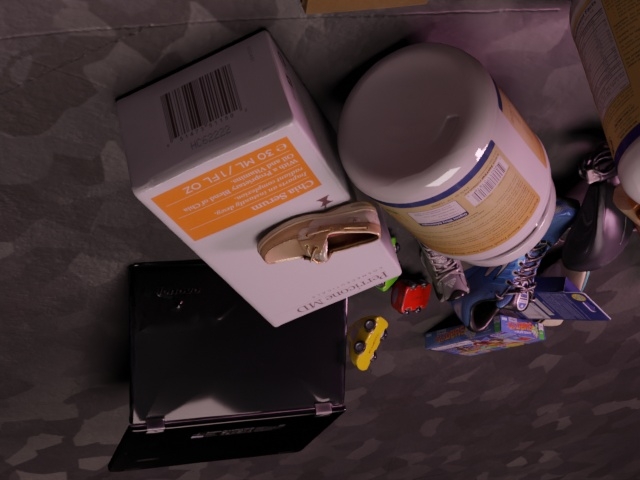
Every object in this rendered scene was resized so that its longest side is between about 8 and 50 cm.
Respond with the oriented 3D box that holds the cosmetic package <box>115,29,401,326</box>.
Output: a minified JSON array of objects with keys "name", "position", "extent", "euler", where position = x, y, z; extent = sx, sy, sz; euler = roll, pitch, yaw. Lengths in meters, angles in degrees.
[{"name":"cosmetic package","position":[-0.070,-0.064,1.489],"extent":[0.230,0.162,0.453],"euler":[-24,148,11]}]

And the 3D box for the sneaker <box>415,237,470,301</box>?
[{"name":"sneaker","position":[0.214,0.030,1.792],"extent":[0.086,0.132,0.229],"euler":[-20,148,4]}]

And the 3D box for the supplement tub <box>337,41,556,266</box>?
[{"name":"supplement tub","position":[0.188,-0.106,1.481],"extent":[0.228,0.228,0.316],"euler":[-29,146,18]}]

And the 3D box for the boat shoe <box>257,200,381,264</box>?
[{"name":"boat shoe","position":[0.000,0.000,1.410],"extent":[0.170,0.059,0.063],"euler":[-20,148,1]}]

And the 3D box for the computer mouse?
[{"name":"computer mouse","position":[0.480,-0.044,1.758],"extent":[0.188,0.072,0.272],"euler":[-23,138,-33]}]

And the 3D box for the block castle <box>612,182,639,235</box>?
[{"name":"block castle","position":[0.706,-0.098,1.612],"extent":[0.453,0.303,0.212],"euler":[-46,135,15]}]

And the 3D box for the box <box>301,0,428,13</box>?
[{"name":"box","position":[0.069,-0.352,1.244],"extent":[0.164,0.021,0.201],"euler":[-8,147,-14]}]

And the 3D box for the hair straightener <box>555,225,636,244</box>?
[{"name":"hair straightener","position":[0.532,-0.017,1.950],"extent":[0.230,0.047,0.089],"euler":[-14,148,-4]}]

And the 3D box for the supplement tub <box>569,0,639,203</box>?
[{"name":"supplement tub","position":[0.444,-0.229,1.293],"extent":[0.240,0.332,0.241],"euler":[-8,155,-4]}]

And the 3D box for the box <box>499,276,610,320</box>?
[{"name":"box","position":[0.421,0.111,1.993],"extent":[0.225,0.037,0.136],"euler":[-1,154,39]}]

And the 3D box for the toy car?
[{"name":"toy car","position":[0.109,0.082,1.854],"extent":[0.239,0.053,0.225],"euler":[-43,139,-36]}]

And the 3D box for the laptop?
[{"name":"laptop","position":[-0.169,0.226,1.872],"extent":[0.381,0.237,0.408],"euler":[-1,154,-21]}]

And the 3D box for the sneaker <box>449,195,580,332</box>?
[{"name":"sneaker","position":[0.351,0.047,1.868],"extent":[0.129,0.147,0.330],"euler":[7,138,-33]}]

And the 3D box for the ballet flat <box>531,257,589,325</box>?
[{"name":"ballet flat","position":[0.460,0.097,2.068],"extent":[0.086,0.086,0.248],"euler":[-11,148,-10]}]

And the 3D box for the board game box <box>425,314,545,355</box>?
[{"name":"board game box","position":[0.328,0.193,2.124],"extent":[0.136,0.035,0.201],"euler":[14,157,-40]}]
